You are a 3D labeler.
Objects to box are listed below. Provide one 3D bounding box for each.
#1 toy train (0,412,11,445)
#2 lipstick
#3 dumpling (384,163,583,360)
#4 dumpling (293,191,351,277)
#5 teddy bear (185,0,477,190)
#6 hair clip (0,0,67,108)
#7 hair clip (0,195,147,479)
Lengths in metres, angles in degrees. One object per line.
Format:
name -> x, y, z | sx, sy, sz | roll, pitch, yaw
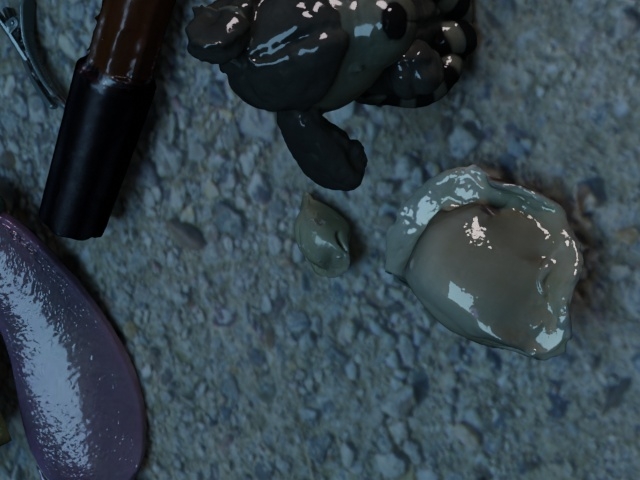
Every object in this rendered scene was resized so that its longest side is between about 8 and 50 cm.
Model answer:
toy train -> -0.413, 0.099, 1.532 | 0.202, 0.131, 0.300 | -18, 94, 65
lipstick -> -0.164, -0.192, 1.360 | 0.077, 0.077, 0.418 | 31, 116, 24
dumpling -> 0.133, 0.015, 1.204 | 0.188, 0.108, 0.127 | 36, 94, 37
dumpling -> 0.000, 0.001, 1.322 | 0.077, 0.043, 0.059 | 39, 140, 15
teddy bear -> 0.029, -0.137, 1.163 | 0.144, 0.251, 0.171 | -10, 110, 36
hair clip -> -0.267, -0.177, 1.460 | 0.039, 0.030, 0.115 | -31, 84, 34
hair clip -> -0.265, 0.097, 1.501 | 0.359, 0.110, 0.095 | 62, 153, 4
